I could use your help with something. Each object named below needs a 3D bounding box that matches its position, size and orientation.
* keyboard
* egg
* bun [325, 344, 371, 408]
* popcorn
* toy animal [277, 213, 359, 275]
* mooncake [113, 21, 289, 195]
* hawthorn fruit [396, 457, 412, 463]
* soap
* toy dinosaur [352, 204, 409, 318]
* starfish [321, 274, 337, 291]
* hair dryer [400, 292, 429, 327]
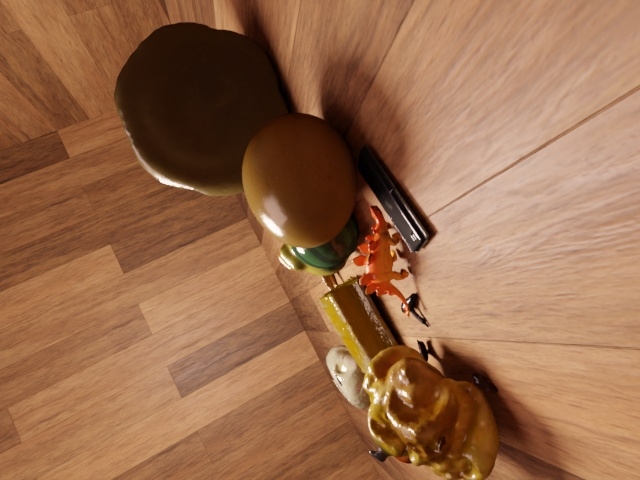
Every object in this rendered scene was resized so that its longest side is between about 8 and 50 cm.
[{"bbox_3d":[0.141,-0.084,0.814,0.230,0.025,0.093,60,167,17],"label":"keyboard"},{"bbox_3d":[-0.044,-0.130,0.889,0.250,0.250,0.322,83,179,-52],"label":"egg"},{"bbox_3d":[0.140,0.543,1.646,0.273,0.168,0.273,56,176,6],"label":"bun"},{"bbox_3d":[0.219,0.380,0.904,0.297,0.281,0.316,43,174,12],"label":"popcorn"},{"bbox_3d":[0.003,0.001,1.141,0.191,0.216,0.338,37,163,-6],"label":"toy animal"},{"bbox_3d":[-0.321,-0.350,1.163,0.262,0.467,0.467,-141,27,-73],"label":"mooncake"},{"bbox_3d":[0.258,0.504,1.154,0.225,0.197,0.196,-67,-46,-76],"label":"hawthorn fruit"},{"bbox_3d":[0.121,0.264,1.288,0.281,0.143,0.259,57,168,4],"label":"soap"},{"bbox_3d":[0.131,0.062,0.901,0.070,0.117,0.288,30,138,63],"label":"toy dinosaur"},{"bbox_3d":[-0.015,0.074,1.494,0.302,0.060,0.299,52,-174,-6],"label":"starfish"},{"bbox_3d":[0.229,0.167,0.959,0.083,0.031,0.079,44,151,18],"label":"hair dryer"}]
